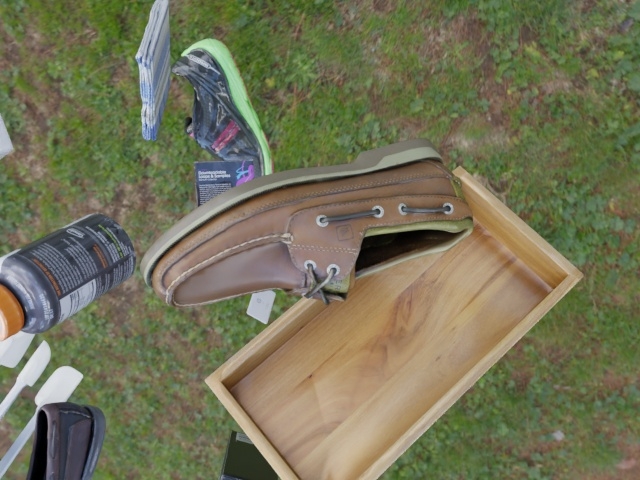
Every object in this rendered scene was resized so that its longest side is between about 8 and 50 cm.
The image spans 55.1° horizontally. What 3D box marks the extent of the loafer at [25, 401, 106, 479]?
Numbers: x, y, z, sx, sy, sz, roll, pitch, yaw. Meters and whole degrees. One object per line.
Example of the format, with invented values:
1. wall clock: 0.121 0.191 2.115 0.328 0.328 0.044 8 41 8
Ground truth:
1. loafer: -0.389 0.374 0.843 0.109 0.303 0.095 -5 155 32

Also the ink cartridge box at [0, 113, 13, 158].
1. ink cartridge box: -0.623 -0.186 0.870 0.117 0.283 0.207 -6 105 49

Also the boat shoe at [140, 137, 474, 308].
1. boat shoe: 0.000 0.000 0.548 0.307 0.105 0.111 -23 157 -15

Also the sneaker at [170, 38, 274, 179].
1. sneaker: -0.266 -0.303 1.708 0.202 0.185 0.483 -22 103 -2

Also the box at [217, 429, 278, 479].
1. box: -0.145 0.470 1.082 0.103 0.261 0.185 18 87 -4

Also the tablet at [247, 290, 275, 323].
1. tablet: -0.131 0.139 1.361 0.054 0.083 0.006 33 137 -22

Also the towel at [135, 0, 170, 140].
1. towel: -0.384 -0.393 1.429 0.034 0.209 0.285 10 149 -7

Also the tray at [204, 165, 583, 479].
1. tray: 0.091 0.113 0.733 0.203 0.410 0.076 46 165 19

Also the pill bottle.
1. pill bottle: -0.418 0.059 0.959 0.130 0.245 0.131 13 119 24

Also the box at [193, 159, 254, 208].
1. box: -0.185 -0.076 1.204 0.115 0.029 0.162 -4 97 -17

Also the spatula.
1. spatula: -0.496 0.255 0.970 0.168 0.019 0.242 38 94 13
